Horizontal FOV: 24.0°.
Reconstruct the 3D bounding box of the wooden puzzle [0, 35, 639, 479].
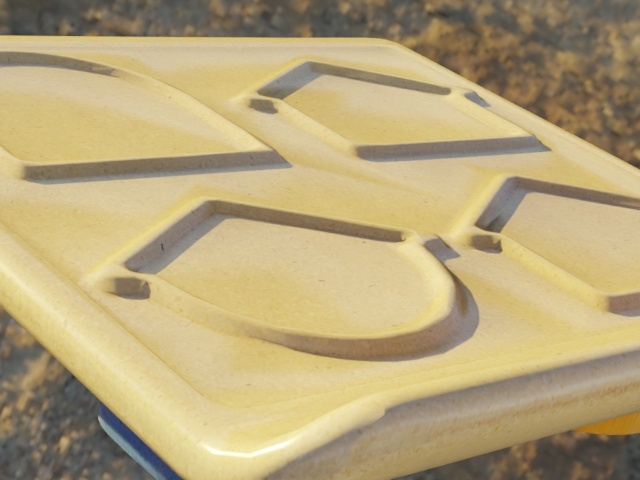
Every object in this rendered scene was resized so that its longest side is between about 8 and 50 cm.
[{"bbox_3d":[0.000,0.000,0.552,0.322,0.081,0.348,-6,25,-42],"label":"wooden puzzle"}]
